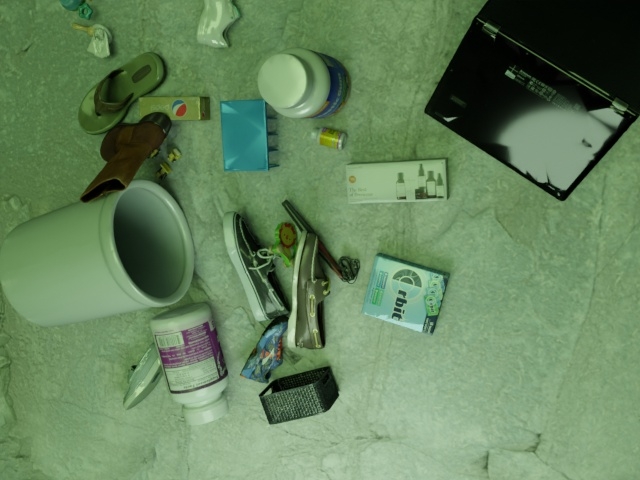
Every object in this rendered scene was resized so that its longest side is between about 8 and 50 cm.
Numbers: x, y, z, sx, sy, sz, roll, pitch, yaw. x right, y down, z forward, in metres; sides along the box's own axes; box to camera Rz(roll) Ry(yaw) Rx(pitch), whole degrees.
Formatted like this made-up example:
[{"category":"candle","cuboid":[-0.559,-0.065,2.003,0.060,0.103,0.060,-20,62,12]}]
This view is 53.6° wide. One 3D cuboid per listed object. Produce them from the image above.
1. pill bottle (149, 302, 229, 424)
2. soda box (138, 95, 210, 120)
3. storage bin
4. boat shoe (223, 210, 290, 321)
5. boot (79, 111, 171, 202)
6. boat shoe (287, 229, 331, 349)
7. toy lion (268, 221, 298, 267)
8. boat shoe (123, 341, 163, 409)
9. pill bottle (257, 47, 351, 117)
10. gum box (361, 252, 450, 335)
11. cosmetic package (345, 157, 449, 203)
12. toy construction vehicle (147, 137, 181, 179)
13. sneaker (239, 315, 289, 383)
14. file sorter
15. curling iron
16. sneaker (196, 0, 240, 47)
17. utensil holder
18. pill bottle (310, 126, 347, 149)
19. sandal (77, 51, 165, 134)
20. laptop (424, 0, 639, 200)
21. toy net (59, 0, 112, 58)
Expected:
[{"category":"pill bottle","cuboid":[-0.345,0.334,1.719,0.169,0.169,0.301,-11,98,20]},{"category":"soda box","cuboid":[-0.382,-0.345,1.655,0.181,0.058,0.061,3,102,17]},{"category":"storage bin","cuboid":[-0.055,0.406,1.661,0.180,0.122,0.084,-17,94,20]},{"category":"boat shoe","cuboid":[-0.159,0.062,1.635,0.105,0.113,0.306,-16,98,14]},{"category":"boot","cuboid":[-0.519,-0.185,1.605,0.264,0.280,0.096,-10,132,29]},{"category":"boat shoe","cuboid":[-0.022,0.130,1.597,0.097,0.116,0.324,8,111,7]},{"category":"toy lion","cuboid":[-0.086,0.007,1.619,0.034,0.096,0.100,-4,140,38]},{"category":"boat shoe","cuboid":[-0.516,0.390,1.840,0.081,0.079,0.227,41,105,17]},{"category":"pill bottle","cuboid":[-0.037,-0.351,1.425,0.152,0.272,0.152,4,102,18]},{"category":"gum box","cuboid":[0.209,0.131,1.564,0.184,0.041,0.157,16,105,15]},{"category":"cosmetic package","cuboid":[0.182,-0.142,1.508,0.239,0.060,0.099,-2,99,18]},{"category":"toy construction vehicle","cuboid":[-0.429,-0.223,1.706,0.098,0.035,0.086,-40,87,21]},{"category":"sneaker","cuboid":[-0.131,0.293,1.697,0.087,0.083,0.221,29,115,-2]},{"category":"file sorter","cuboid":[-0.170,-0.262,1.577,0.118,0.104,0.170,1,102,17]},{"category":"curling iron","cuboid":[0.000,0.000,1.610,0.274,0.035,0.068,46,106,4]},{"category":"sneaker","cuboid":[-0.239,-0.583,1.561,0.094,0.080,0.212,16,112,3]},{"category":"utensil holder","cuboid":[-0.581,0.046,1.663,0.385,0.327,0.327,-15,96,23]},{"category":"pill bottle","cuboid":[0.019,-0.251,1.549,0.083,0.043,0.043,17,105,14]},{"category":"sandal","cuboid":[-0.544,-0.398,1.682,0.303,0.086,0.120,-35,89,21]},{"category":"laptop","cuboid":[0.509,-0.376,1.378,0.382,0.236,0.408,36,138,9]},{"category":"toy net","cuboid":[-0.609,-0.597,1.689,0.122,0.045,0.232,-32,91,19]}]
